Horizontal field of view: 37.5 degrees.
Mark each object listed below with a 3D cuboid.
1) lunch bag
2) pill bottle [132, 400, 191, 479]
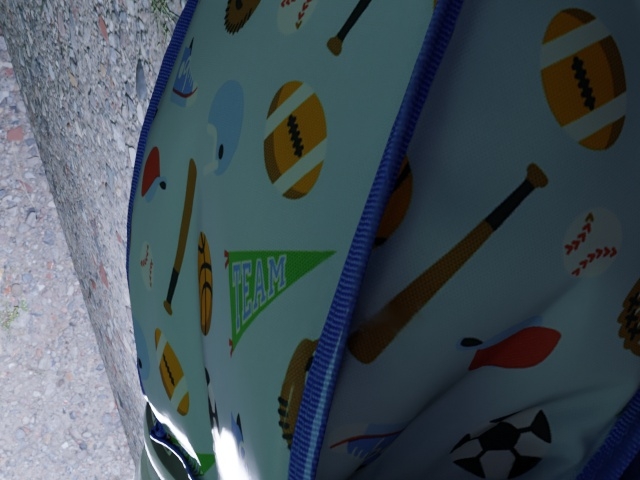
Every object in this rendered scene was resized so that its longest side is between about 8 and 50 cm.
[{"bbox_3d":[0.035,-0.016,0.507,0.328,0.239,0.385,23,92,63],"label":"lunch bag"},{"bbox_3d":[-0.045,0.135,0.874,0.204,0.204,0.361,55,134,34],"label":"pill bottle"}]
